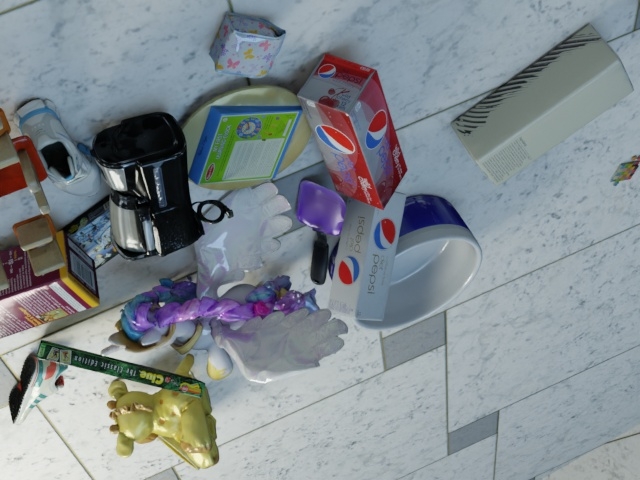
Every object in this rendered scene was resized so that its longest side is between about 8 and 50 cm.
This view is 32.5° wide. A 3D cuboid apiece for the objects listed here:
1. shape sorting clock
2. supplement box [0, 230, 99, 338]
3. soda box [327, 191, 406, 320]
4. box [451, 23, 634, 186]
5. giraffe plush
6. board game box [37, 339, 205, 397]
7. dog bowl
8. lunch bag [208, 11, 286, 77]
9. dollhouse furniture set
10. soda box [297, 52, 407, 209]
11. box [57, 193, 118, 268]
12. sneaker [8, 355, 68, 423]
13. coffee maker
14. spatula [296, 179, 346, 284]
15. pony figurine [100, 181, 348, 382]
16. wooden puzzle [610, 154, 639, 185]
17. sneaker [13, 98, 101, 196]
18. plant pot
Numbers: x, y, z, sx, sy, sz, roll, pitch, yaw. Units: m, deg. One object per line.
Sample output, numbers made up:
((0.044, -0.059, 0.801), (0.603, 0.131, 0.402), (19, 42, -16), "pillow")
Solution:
((-0.110, -0.146, 1.572), (0.206, 0.040, 0.206), (-19, 147, -13), "shape sorting clock")
((-0.424, 0.068, 1.564), (0.188, 0.081, 0.104), (-18, 149, 8), "supplement box")
((0.076, 0.020, 1.809), (0.073, 0.069, 0.216), (8, 94, -45), "soda box")
((0.359, -0.216, 1.779), (0.275, 0.094, 0.113), (-35, 147, 10), "box")
((-0.288, 0.317, 1.965), (0.170, 0.181, 0.210), (-14, 129, -1), "giraffe plush")
((-0.319, 0.203, 1.745), (0.259, 0.030, 0.136), (16, 175, -13), "board game box")
((0.151, 0.043, 1.972), (0.264, 0.104, 0.265), (-20, 147, -13), "dog bowl")
((-0.094, -0.252, 1.429), (0.083, 0.053, 0.071), (5, 133, -28), "lunch bag")
((-0.466, -0.056, 1.339), (0.259, 0.135, 0.262), (-22, 142, -10), "dollhouse furniture set")
((0.052, -0.154, 1.613), (0.083, 0.092, 0.263), (-59, 154, -18), "soda box")
((-0.331, -0.004, 1.617), (0.137, 0.027, 0.094), (-34, 145, 9), "box")
((-0.471, 0.254, 1.843), (0.075, 0.057, 0.161), (4, 133, -32), "sneaker")
((-0.219, -0.083, 1.507), (0.171, 0.120, 0.178), (-34, 144, -30), "coffee maker")
((0.000, 0.000, 1.850), (0.296, 0.084, 0.030), (90, 24, -60), "spatula")
((-0.133, 0.113, 1.748), (0.351, 0.303, 0.363), (-26, 164, 13), "pony figurine")
((0.598, -0.135, 2.150), (0.049, 0.006, 0.083), (-11, 144, -25), "wooden puzzle")
((-0.336, -0.098, 1.434), (0.071, 0.083, 0.191), (-30, 149, 0), "sneaker")
((-0.256, 0.361, 2.108), (0.095, 0.134, 0.134), (-51, 151, -16), "plant pot")
